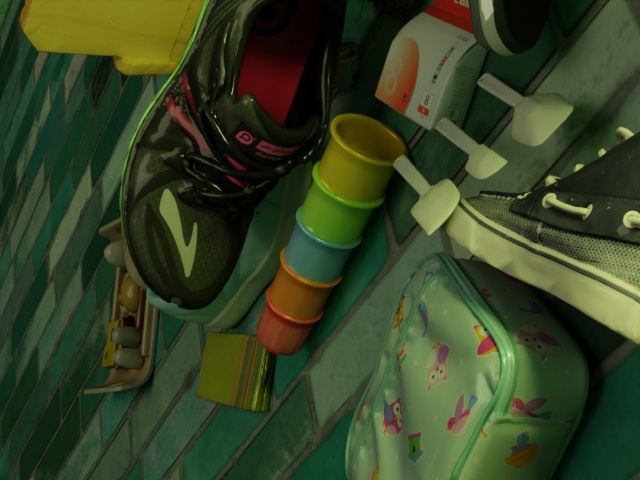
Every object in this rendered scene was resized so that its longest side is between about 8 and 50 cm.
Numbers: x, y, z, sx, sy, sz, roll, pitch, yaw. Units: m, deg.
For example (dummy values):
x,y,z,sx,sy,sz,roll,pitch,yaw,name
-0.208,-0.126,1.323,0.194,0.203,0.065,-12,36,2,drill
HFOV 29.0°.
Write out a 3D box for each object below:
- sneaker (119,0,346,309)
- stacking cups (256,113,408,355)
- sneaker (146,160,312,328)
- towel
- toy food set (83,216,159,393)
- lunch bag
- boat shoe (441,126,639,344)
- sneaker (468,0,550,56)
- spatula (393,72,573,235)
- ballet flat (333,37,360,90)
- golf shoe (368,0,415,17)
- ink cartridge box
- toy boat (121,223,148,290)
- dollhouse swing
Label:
x,y,z,sx,sy,sz,roll,pitch,yaw,name
-0.106,-0.126,1.444,0.202,0.185,0.483,-122,48,-59,sneaker
0.000,0.000,1.462,0.096,0.096,0.316,-108,34,-45,stacking cups
-0.132,-0.007,1.661,0.366,0.150,0.135,-59,33,37,sneaker
-0.119,0.180,1.725,0.237,0.021,0.102,-5,72,65,towel
-0.359,0.116,2.160,0.220,0.092,0.306,-18,65,62,toy food set
0.116,0.164,1.130,0.279,0.108,0.224,-68,28,24,lunch bag
0.228,-0.021,0.980,0.158,0.127,0.340,-63,29,4,boat shoe
0.116,-0.288,1.202,0.178,0.124,0.295,-16,56,30,sneaker
0.141,-0.091,1.155,0.168,0.019,0.242,-45,15,7,spatula
-0.009,-0.232,1.589,0.221,0.077,0.079,-144,47,-62,ballet flat
0.103,-0.313,1.398,0.086,0.067,0.186,-43,1,-20,golf shoe
0.127,-0.215,1.319,0.145,0.045,0.179,-136,57,-60,ink cartridge box
-0.208,-0.055,1.872,0.318,0.148,0.267,157,117,-68,toy boat
-0.343,-0.497,2.102,0.347,0.305,0.315,-62,31,35,dollhouse swing
